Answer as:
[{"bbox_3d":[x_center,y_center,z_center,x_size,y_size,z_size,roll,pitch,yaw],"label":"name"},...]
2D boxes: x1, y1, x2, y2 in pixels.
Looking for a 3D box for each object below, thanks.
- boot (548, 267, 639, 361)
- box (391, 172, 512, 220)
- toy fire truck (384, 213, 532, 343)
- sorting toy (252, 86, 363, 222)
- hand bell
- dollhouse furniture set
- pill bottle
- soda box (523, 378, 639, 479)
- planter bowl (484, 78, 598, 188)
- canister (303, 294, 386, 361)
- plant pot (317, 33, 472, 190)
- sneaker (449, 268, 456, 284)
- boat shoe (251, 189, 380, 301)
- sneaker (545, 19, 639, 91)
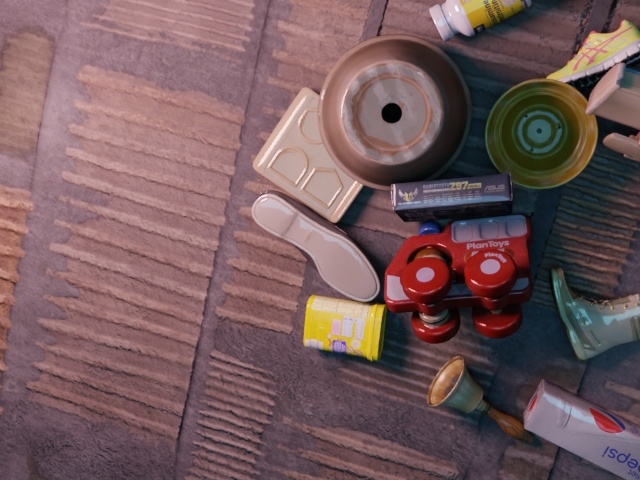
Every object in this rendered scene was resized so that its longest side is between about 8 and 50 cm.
[{"bbox_3d":[0.575,0.132,1.815,0.165,0.077,0.213,-21,101,16],"label":"boot"},{"bbox_3d":[0.268,-0.083,1.766,0.233,0.183,0.059,-5,83,12],"label":"box"},{"bbox_3d":[0.284,0.058,1.793,0.302,0.254,0.169,-6,135,14],"label":"toy fire truck"},{"bbox_3d":[0.027,-0.222,1.883,0.229,0.041,0.307,35,100,0],"label":"sorting toy"},{"bbox_3d":[0.366,0.368,1.910,0.242,0.126,0.126,34,107,-10],"label":"hand bell"},{"bbox_3d":[0.630,-0.344,1.634,0.198,0.286,0.303,20,76,0],"label":"dollhouse furniture set"},{"bbox_3d":[0.314,-0.468,1.733,0.184,0.103,0.103,-25,95,16],"label":"pill bottle"},{"bbox_3d":[0.580,0.408,1.861,0.286,0.091,0.098,27,105,6],"label":"soda box"},{"bbox_3d":[0.441,-0.217,1.764,0.217,0.090,0.217,2,102,11],"label":"planter bowl"},{"bbox_3d":[0.054,0.190,1.940,0.170,0.073,0.126,8,103,12],"label":"canister"},{"bbox_3d":[0.141,-0.245,1.707,0.323,0.280,0.323,1,99,6],"label":"plant pot"},{"bbox_3d":[0.290,0.086,1.879,0.144,0.053,0.059,-27,92,15],"label":"sneaker"},{"bbox_3d":[0.000,0.000,1.914,0.335,0.095,0.112,38,109,-3],"label":"boat shoe"},{"bbox_3d":[0.536,-0.361,1.730,0.208,0.081,0.094,-24,74,19],"label":"sneaker"}]
